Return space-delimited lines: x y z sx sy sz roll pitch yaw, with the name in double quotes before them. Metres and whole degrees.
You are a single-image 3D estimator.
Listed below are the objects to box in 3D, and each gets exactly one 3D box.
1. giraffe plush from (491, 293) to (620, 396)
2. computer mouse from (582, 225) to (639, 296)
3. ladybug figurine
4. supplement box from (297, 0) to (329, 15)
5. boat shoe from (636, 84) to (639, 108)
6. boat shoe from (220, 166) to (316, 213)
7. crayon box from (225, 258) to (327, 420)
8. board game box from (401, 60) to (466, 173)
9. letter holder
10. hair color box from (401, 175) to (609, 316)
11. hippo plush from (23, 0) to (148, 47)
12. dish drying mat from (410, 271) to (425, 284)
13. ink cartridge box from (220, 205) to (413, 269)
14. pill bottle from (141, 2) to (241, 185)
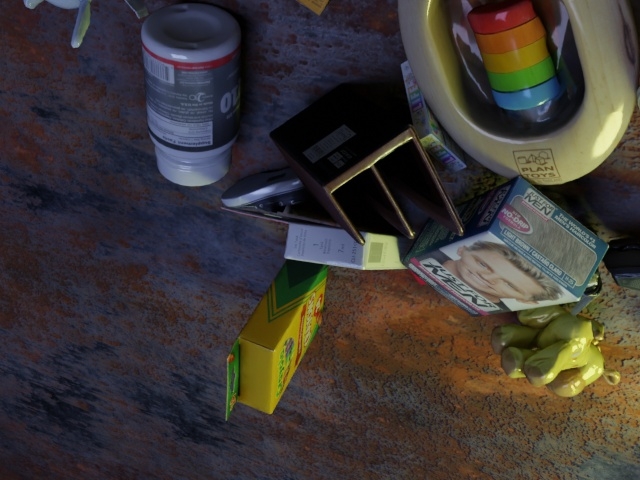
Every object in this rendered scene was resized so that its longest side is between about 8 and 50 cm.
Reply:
"giraffe plush" 0.435 0.204 1.561 0.210 0.181 0.170 -32 126 8
"computer mouse" 0.519 0.036 1.347 0.272 0.188 0.072 12 121 8
"ladybug figurine" 0.274 -0.276 1.180 0.305 0.162 0.449 -1 129 31
"supplement box" 0.026 -0.438 1.235 0.080 0.078 0.233 31 137 0
"boat shoe" 0.491 -0.127 1.133 0.109 0.098 0.302 -11 158 31
"boat shoe" -0.082 -0.086 1.628 0.228 0.080 0.076 -14 120 29
"crayon box" -0.083 0.189 1.697 0.081 0.318 0.202 19 136 13
"board game box" 0.169 -0.188 1.305 0.026 0.154 0.103 -27 141 28
"letter holder" 0.070 -0.089 1.360 0.214 0.152 0.302 57 177 -27
"hair color box" 0.277 0.023 1.393 0.174 0.105 0.347 36 163 -7
"hippo plush" -0.369 -0.466 1.382 0.294 0.234 0.236 64 161 -11
"dish drying mat" 0.178 0.051 1.650 0.032 0.008 0.083 -22 116 40
"ink cartridge box" 0.000 0.000 1.513 0.261 0.296 0.066 9 91 20
"pill bottle" -0.217 -0.243 1.491 0.161 0.161 0.283 19 136 13
